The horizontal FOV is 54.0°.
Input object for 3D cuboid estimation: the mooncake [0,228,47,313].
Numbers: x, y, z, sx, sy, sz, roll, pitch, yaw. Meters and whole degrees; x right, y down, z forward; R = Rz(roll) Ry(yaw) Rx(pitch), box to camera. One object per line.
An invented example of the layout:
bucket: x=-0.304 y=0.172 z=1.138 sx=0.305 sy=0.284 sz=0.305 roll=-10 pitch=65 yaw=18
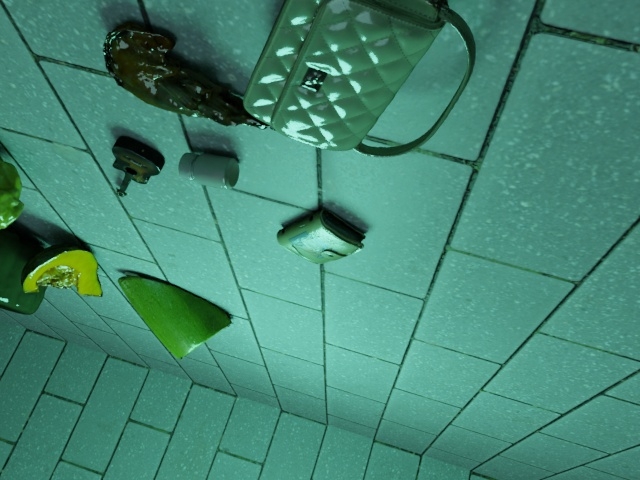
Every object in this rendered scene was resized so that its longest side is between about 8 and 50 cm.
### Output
mooncake: x=-0.928 y=0.066 z=1.733 sx=0.356 sy=0.194 sz=0.356 roll=17 pitch=163 yaw=5

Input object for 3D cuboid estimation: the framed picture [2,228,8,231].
framed picture: x=-0.985 y=-0.085 z=1.699 sx=0.173 sy=0.010 sz=0.231 roll=5 pitch=152 yaw=27

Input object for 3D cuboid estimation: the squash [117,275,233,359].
squash: x=-0.397 y=0.165 z=1.755 sx=0.289 sy=0.203 sz=0.111 roll=54 pitch=150 yaw=3

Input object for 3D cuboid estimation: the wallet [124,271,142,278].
wallet: x=-0.511 y=0.111 z=1.760 sx=0.044 sy=0.011 sz=0.083 roll=9 pitch=154 yaw=22

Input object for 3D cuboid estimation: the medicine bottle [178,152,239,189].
medicine bottle: x=-0.180 y=-0.114 z=1.016 sx=0.089 sy=0.052 sz=0.052 roll=11 pitch=154 yaw=16

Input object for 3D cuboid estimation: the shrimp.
shrimp: x=-0.163 y=-0.198 z=0.821 sx=0.262 sy=0.066 sz=0.117 roll=17 pitch=155 yaw=1

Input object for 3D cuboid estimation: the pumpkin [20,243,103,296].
pumpkin: x=-0.662 y=0.055 z=1.675 sx=0.111 sy=0.163 sz=0.278 roll=55 pitch=-162 yaw=24

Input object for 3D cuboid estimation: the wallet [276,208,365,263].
wallet: x=0.000 y=0.000 z=1.136 sx=0.110 sy=0.039 sz=0.155 roll=32 pitch=153 yaw=-22

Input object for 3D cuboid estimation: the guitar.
guitar: x=-0.349 y=-0.122 z=1.154 sx=0.088 sy=0.025 sz=0.233 roll=27 pitch=155 yaw=-17

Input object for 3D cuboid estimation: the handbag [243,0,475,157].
handbag: x=0.046 y=-0.177 z=0.677 sx=0.219 sy=0.079 sz=0.256 roll=23 pitch=150 yaw=-10

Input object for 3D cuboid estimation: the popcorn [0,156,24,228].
popcorn: x=-0.727 y=-0.099 z=1.237 sx=0.250 sy=0.235 sz=0.242 roll=39 pitch=179 yaw=1
